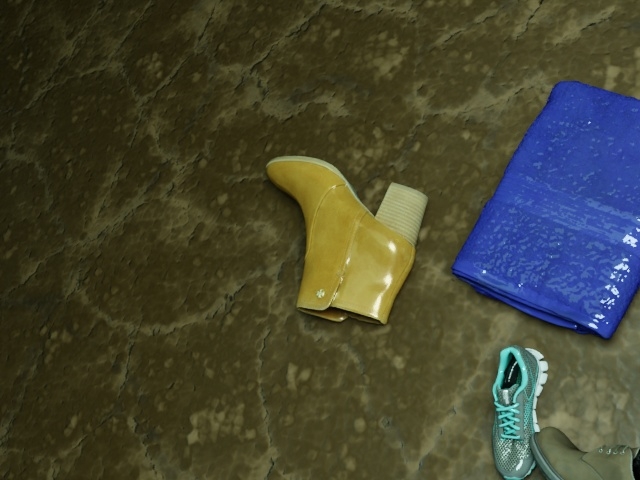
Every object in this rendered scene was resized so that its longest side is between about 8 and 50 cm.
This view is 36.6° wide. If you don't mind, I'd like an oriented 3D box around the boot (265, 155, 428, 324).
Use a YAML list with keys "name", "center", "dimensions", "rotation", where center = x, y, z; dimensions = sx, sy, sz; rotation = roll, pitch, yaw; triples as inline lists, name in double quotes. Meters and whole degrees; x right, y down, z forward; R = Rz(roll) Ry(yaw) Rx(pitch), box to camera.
- name: "boot"
  center: [0.001, 0.001, 1.405]
  dimensions: [0.295, 0.104, 0.211]
  rotation: [16, 76, 34]

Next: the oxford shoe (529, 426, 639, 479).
- name: "oxford shoe"
  center: [0.317, 0.257, 1.054]
  dimensions: [0.227, 0.083, 0.096]
  rotation: [37, 102, 55]

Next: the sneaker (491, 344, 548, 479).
- name: "sneaker"
  center: [0.229, 0.202, 1.166]
  dimensions: [0.065, 0.076, 0.166]
  rotation: [-7, 63, 32]

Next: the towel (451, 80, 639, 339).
- name: "towel"
  center: [0.333, -0.041, 1.234]
  dimensions: [0.228, 0.076, 0.308]
  rotation: [25, 81, 32]
